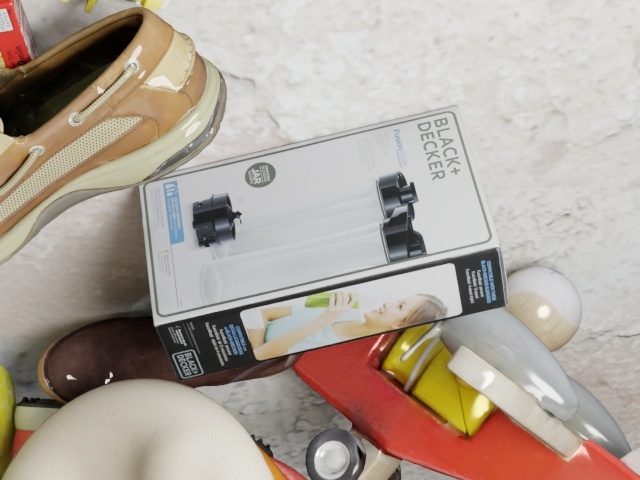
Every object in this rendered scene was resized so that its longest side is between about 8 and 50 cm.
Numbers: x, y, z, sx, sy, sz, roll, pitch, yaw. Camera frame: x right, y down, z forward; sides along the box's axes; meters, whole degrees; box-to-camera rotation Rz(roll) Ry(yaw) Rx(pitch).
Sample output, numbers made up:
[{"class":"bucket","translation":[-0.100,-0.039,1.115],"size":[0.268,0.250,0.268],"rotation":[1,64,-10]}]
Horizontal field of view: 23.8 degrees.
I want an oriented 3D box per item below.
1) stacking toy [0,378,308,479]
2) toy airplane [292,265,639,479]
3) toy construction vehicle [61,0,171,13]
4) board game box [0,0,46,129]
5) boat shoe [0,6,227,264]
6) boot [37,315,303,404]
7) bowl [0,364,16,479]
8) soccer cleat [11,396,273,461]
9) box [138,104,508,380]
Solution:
[{"class":"stacking toy","translation":[-0.049,0.328,1.425],"size":[0.350,0.351,0.480],"rotation":[-34,150,26]},{"class":"toy airplane","translation":[0.203,0.159,1.450],"size":[0.384,0.272,0.386],"rotation":[22,169,-20]},{"class":"toy construction vehicle","translation":[-0.145,-0.196,1.113],"size":[0.098,0.035,0.086],"rotation":[11,137,-27]},{"class":"board game box","translation":[-0.310,-0.124,1.151],"size":[0.193,0.045,0.147],"rotation":[-11,142,-1]},{"class":"boat shoe","translation":[-0.231,-0.074,1.115],"size":[0.324,0.123,0.120],"rotation":[-28,135,6]},{"class":"boot","translation":[-0.115,0.091,1.396],"size":[0.248,0.090,0.207],"rotation":[-4,166,-33]},{"class":"bowl","translation":[-0.413,0.237,1.429],"size":[0.289,0.156,0.289],"rotation":[-17,157,-8]},{"class":"soccer cleat","translation":[-0.178,0.231,1.533],"size":[0.108,0.116,0.318],"rotation":[-2,167,42]},{"class":"box","translation":[0.000,0.000,1.294],"size":[0.290,0.169,0.087],"rotation":[-12,140,2]}]
